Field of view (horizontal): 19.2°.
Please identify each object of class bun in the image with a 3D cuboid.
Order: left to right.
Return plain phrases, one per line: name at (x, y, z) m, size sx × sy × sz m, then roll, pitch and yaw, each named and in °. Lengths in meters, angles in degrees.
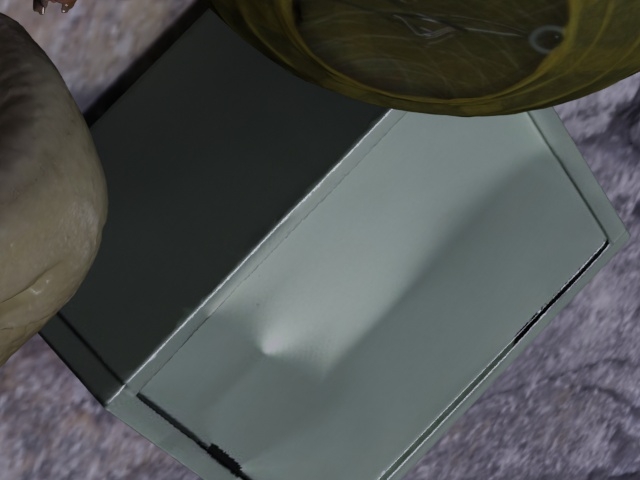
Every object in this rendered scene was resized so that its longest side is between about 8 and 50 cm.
bun at (-0.155, 0.004, 0.680) m, size 0.173 × 0.166 × 0.113 m, roll -28°, pitch 135°, yaw 0°

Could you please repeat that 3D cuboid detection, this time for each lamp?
lamp at (0.056, -0.184, 0.667) m, size 0.250 × 0.250 × 0.284 m, roll 72°, pitch 26°, yaw -51°

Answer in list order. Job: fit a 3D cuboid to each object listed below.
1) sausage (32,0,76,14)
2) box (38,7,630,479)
sausage at (-0.111, -0.149, 0.685) m, size 0.042 × 0.036 × 0.158 m, roll -45°, pitch 145°, yaw -25°
box at (0.000, 0.000, 0.875) m, size 0.225 × 0.117 × 0.225 m, roll -46°, pitch 145°, yaw -2°
